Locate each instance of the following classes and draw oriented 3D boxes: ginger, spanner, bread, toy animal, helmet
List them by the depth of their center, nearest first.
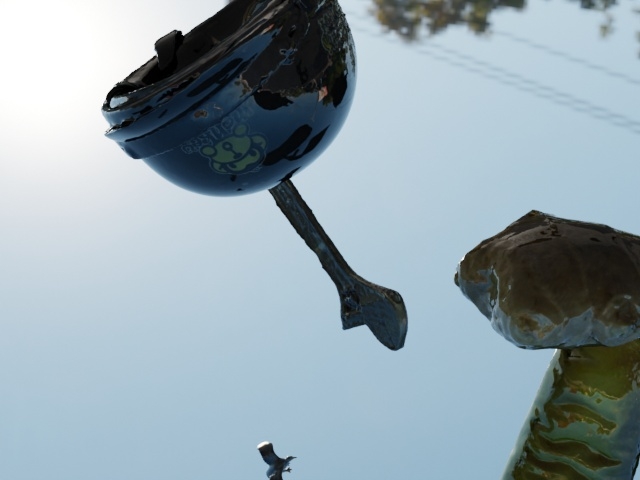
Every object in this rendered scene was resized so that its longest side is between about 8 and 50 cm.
[{"bbox_3d":[0.236,0.050,0.852,0.294,0.086,0.131,16,-157,-4],"label":"ginger"},{"bbox_3d":[-0.063,-0.123,1.112,0.230,0.160,0.279,-28,-158,19],"label":"helmet"},{"bbox_3d":[0.215,0.249,1.151,0.112,0.384,0.166,22,-166,16],"label":"bread"},{"bbox_3d":[0.000,0.000,1.494,0.026,0.093,0.325,-15,-117,-46],"label":"spanner"},{"bbox_3d":[-0.048,0.278,1.551,0.050,0.028,0.084,-30,-120,8],"label":"toy animal"}]
